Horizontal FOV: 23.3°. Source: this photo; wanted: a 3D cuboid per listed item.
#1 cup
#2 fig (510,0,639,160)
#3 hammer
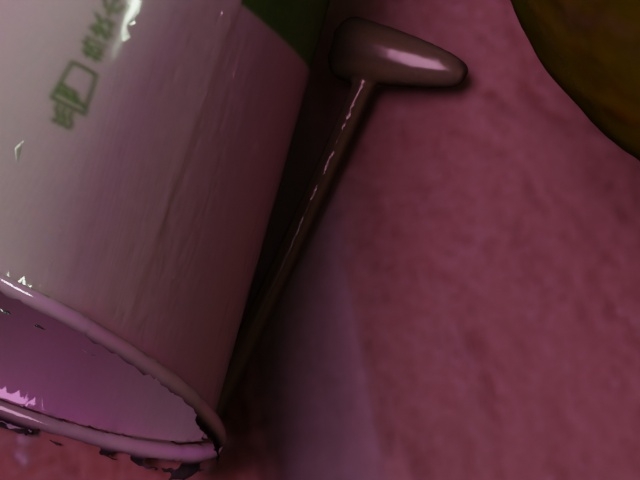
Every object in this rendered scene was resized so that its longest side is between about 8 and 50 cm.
[{"bbox_3d":[-0.108,-0.074,0.627,0.253,0.253,0.274,12,68,29],"label":"cup"},{"bbox_3d":[0.188,-0.163,0.506,0.258,0.258,0.326,1,63,26],"label":"fig"},{"bbox_3d":[0.000,0.000,0.663,0.060,0.028,0.195,22,85,24],"label":"hammer"}]
